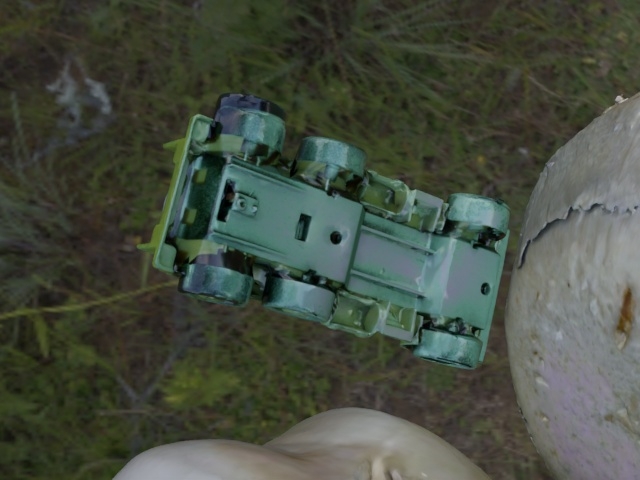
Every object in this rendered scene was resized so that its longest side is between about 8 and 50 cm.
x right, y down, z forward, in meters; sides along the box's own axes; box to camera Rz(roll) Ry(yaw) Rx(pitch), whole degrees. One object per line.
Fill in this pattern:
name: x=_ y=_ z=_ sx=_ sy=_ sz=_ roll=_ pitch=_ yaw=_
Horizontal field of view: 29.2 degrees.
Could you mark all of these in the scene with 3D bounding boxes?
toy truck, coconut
toy truck: x=0.004 y=0.001 z=0.847 sx=0.135 sy=0.259 sz=0.128 roll=-6 pitch=69 yaw=64
coconut: x=0.198 y=0.026 z=0.489 sx=0.224 sy=0.234 sz=0.224 roll=33 pitch=137 yaw=36

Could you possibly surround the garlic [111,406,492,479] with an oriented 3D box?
garlic: x=0.028 y=0.182 z=0.467 sx=0.203 sy=0.281 sz=0.185 roll=-7 pitch=35 yaw=46
